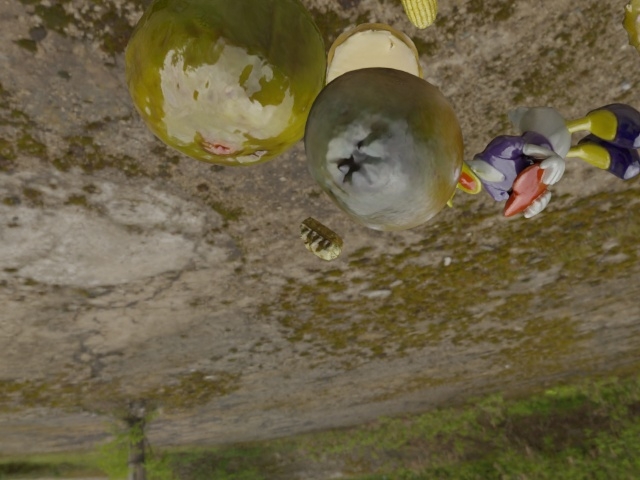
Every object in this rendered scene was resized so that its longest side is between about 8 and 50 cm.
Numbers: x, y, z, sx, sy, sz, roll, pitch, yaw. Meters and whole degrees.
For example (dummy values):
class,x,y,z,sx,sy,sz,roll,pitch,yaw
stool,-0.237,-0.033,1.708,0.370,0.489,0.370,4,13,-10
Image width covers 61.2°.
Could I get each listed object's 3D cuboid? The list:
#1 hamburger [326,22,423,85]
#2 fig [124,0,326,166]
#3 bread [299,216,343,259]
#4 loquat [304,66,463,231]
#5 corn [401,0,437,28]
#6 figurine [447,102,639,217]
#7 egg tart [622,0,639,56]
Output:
class,x,y,z,sx,sy,sz,roll,pitch,yaw
hamburger,0.146,-0.469,1.497,0.276,0.237,0.276,3,120,5
fig,-0.144,-0.299,0.912,0.343,0.343,0.343,-9,154,-4
bread,0.000,0.000,1.201,0.066,0.110,0.060,-46,161,-27
loquat,0.073,-0.104,0.619,0.179,0.179,0.227,-22,158,22
corn,0.204,-0.566,1.178,0.081,0.081,0.248,-18,155,14
figurine,0.315,-0.145,0.906,0.421,0.193,0.154,-16,146,-1
egg tart,0.371,-0.211,0.476,0.120,0.315,0.315,-20,155,-4
